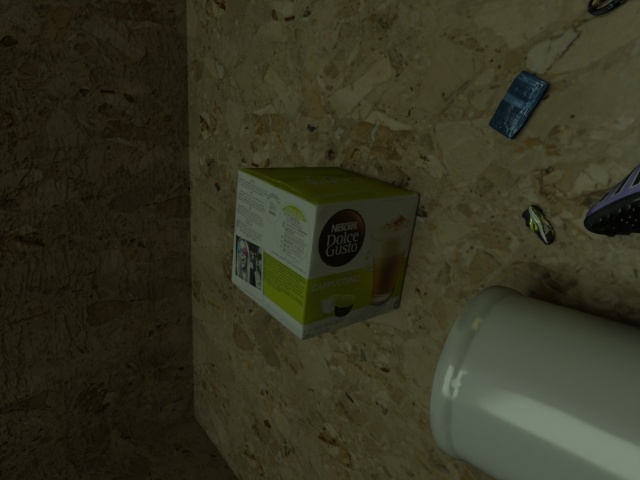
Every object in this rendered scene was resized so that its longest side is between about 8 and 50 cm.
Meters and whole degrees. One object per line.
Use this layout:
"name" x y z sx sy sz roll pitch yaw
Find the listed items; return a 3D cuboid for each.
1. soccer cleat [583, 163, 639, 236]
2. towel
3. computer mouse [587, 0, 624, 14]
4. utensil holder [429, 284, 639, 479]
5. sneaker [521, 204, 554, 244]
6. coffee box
"soccer cleat" 0.539 -0.115 0.623 0.318 0.108 0.117 129 149 -52
"towel" 0.384 -0.264 0.823 0.067 0.029 0.119 50 133 34
"computer mouse" 0.498 -0.464 0.629 0.071 0.041 0.242 52 134 30
"utensil holder" 0.424 0.276 0.657 0.385 0.327 0.328 15 109 48
"sneaker" 0.427 -0.028 0.825 0.035 0.031 0.083 -48 56 60
"coffee box" 0.000 0.000 1.111 0.338 0.337 0.335 29 119 45
